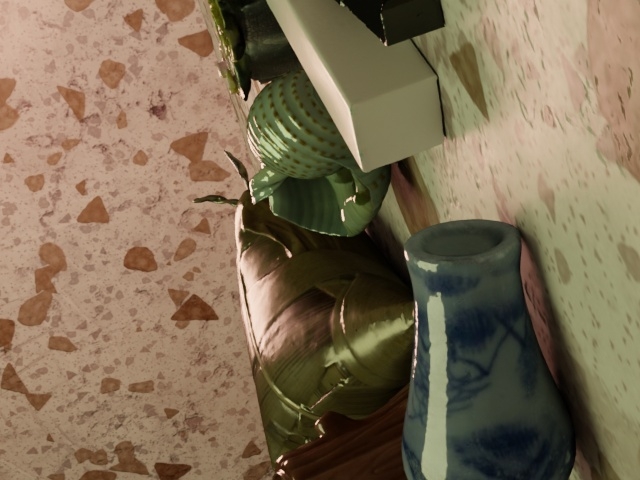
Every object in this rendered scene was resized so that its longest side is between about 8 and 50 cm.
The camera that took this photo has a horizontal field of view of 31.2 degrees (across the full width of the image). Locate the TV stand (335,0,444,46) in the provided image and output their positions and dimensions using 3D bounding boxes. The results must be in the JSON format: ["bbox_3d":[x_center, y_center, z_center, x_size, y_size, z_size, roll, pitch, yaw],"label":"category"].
[{"bbox_3d":[0.033,-0.220,0.946,0.256,0.049,0.040,-119,12,-58],"label":"TV stand"}]

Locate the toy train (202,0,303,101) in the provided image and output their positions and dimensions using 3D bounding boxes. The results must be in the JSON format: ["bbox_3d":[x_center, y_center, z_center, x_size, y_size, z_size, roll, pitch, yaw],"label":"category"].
[{"bbox_3d":[-0.072,-0.274,1.300,0.261,0.134,0.177,93,156,-75],"label":"toy train"}]

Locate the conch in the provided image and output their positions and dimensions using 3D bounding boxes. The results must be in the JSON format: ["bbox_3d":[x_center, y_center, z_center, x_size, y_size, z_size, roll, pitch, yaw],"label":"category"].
[{"bbox_3d":[-0.001,-0.102,1.222,0.172,0.131,0.200,31,158,-12],"label":"conch"}]

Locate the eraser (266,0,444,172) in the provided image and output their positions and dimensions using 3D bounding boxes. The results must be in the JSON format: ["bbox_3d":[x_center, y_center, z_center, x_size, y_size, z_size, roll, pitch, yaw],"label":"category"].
[{"bbox_3d":[0.019,-0.188,1.045,0.076,0.078,0.298,75,172,-45],"label":"eraser"}]

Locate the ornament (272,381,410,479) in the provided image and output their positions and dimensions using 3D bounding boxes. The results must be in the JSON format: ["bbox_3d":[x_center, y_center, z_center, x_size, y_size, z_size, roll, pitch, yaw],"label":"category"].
[{"bbox_3d":[0.081,0.252,1.148,0.221,0.218,0.235,66,163,6],"label":"ornament"}]

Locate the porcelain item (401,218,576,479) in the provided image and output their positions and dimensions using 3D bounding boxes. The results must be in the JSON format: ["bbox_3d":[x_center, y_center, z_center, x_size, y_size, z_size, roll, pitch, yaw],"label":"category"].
[{"bbox_3d":[0.124,0.116,0.893,0.141,0.141,0.259,-127,26,-70],"label":"porcelain item"}]

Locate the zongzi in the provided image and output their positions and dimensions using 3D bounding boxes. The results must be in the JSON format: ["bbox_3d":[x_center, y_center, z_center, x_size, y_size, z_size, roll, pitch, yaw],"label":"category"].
[{"bbox_3d":[0.021,-0.002,1.435,0.467,0.218,0.499,117,144,-53],"label":"zongzi"}]
